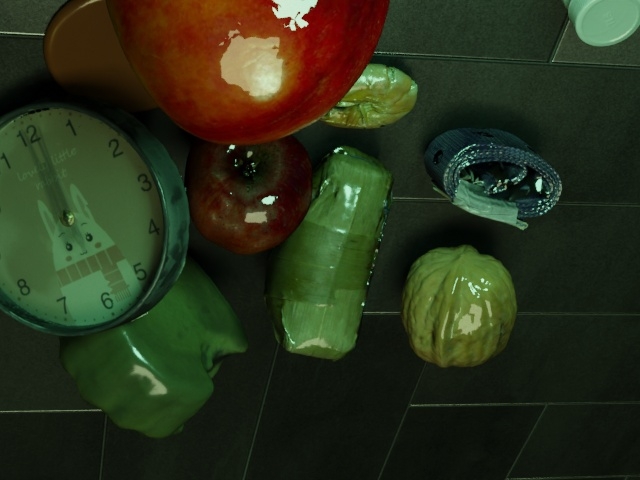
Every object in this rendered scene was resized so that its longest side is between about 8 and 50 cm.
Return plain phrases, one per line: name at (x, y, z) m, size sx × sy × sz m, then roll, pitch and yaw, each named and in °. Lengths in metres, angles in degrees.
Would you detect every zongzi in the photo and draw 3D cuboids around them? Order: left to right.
zongzi at (0.000, 0.000, 2.196) m, size 0.174 × 0.393 × 0.356 m, roll 16°, pitch 96°, yaw -11°

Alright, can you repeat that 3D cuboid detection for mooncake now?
mooncake at (-0.304, 0.166, 2.144) m, size 0.351 × 0.351 × 0.187 m, roll 28°, pitch 129°, yaw -36°

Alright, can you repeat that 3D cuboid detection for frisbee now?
frisbee at (-0.296, -0.286, 1.874) m, size 0.251 × 0.021 × 0.250 m, roll -5°, pitch 139°, yaw -4°

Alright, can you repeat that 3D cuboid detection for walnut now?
walnut at (0.260, 0.123, 2.321) m, size 0.225 × 0.225 × 0.261 m, roll -8°, pitch 134°, yaw -3°

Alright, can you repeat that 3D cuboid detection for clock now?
clock at (-0.394, -0.034, 1.916) m, size 0.386 × 0.076 × 0.386 m, roll 3°, pitch 102°, yaw 15°

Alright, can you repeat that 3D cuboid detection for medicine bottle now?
medicine bottle at (0.401, -0.376, 1.805) m, size 0.105 × 0.168 × 0.105 m, roll -6°, pitch 138°, yaw -5°

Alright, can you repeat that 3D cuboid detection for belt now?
belt at (0.293, -0.117, 2.118) m, size 0.231 × 0.126 × 0.139 m, roll 12°, pitch 111°, yaw -23°

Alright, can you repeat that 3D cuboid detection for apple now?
apple at (-0.117, -0.085, 1.986) m, size 0.234 × 0.234 × 0.234 m, roll -6°, pitch 139°, yaw -5°

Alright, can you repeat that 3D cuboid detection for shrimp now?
shrimp at (0.023, -0.231, 1.978) m, size 0.267 × 0.061 × 0.145 m, roll -1°, pitch 148°, yaw -14°

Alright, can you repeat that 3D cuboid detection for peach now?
peach at (-0.083, -0.324, 1.624) m, size 0.388 × 0.388 × 0.388 m, roll -6°, pitch 139°, yaw -5°
